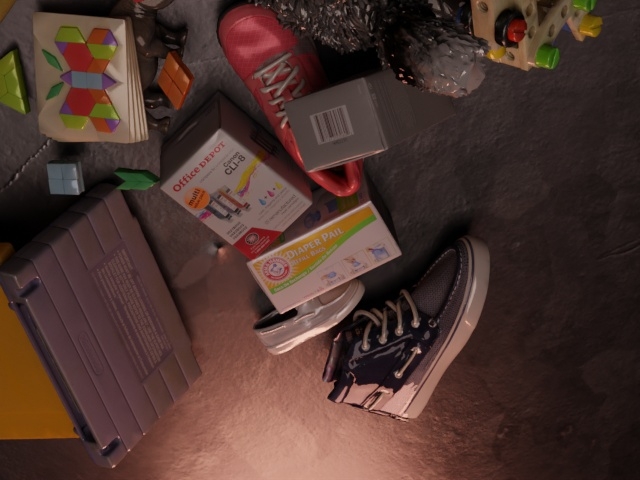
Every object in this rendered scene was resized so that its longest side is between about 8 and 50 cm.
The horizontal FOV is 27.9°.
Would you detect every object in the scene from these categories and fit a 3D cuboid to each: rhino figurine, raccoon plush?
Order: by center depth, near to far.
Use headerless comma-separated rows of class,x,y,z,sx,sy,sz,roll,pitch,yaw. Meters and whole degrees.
raccoon plush,-0.016,-0.343,1.499,0.299,0.446,0.216,15,101,-37
rhino figurine,-0.233,-0.265,1.711,0.106,0.073,0.243,11,116,-7

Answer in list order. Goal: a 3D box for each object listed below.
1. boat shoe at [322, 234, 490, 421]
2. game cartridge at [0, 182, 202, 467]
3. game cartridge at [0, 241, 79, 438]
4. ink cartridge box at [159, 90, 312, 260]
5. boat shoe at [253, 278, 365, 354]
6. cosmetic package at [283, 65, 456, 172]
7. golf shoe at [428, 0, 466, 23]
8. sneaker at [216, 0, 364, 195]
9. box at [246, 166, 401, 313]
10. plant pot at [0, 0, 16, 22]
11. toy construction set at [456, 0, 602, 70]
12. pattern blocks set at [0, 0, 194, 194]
boat shoe,0.123,0.130,1.945,0.158,0.127,0.340,11,119,-21
game cartridge,-0.308,0.121,1.852,0.068,0.230,0.355,4,127,34
game cartridge,-0.511,0.153,1.869,0.285,0.052,0.323,-4,120,22
ink cartridge box,-0.120,-0.091,1.792,0.176,0.127,0.128,39,109,-23
boat shoe,-0.020,0.103,1.959,0.184,0.066,0.063,-29,120,21
cosmetic package,0.070,-0.172,1.684,0.127,0.238,0.107,-15,95,33
golf shoe,0.143,-0.318,1.731,0.198,0.077,0.094,25,103,-27
sneaker,-0.025,-0.189,1.742,0.116,0.136,0.314,-32,118,10
box,0.000,0.000,1.867,0.203,0.114,0.103,-26,119,10
plant pot,-0.511,-0.283,1.580,0.254,0.276,0.276,-45,116,6
toy construction set,0.254,-0.357,1.647,0.215,0.151,0.327,-42,124,-30
pattern blocks set,-0.305,-0.214,1.696,0.286,0.026,0.324,-8,108,21
